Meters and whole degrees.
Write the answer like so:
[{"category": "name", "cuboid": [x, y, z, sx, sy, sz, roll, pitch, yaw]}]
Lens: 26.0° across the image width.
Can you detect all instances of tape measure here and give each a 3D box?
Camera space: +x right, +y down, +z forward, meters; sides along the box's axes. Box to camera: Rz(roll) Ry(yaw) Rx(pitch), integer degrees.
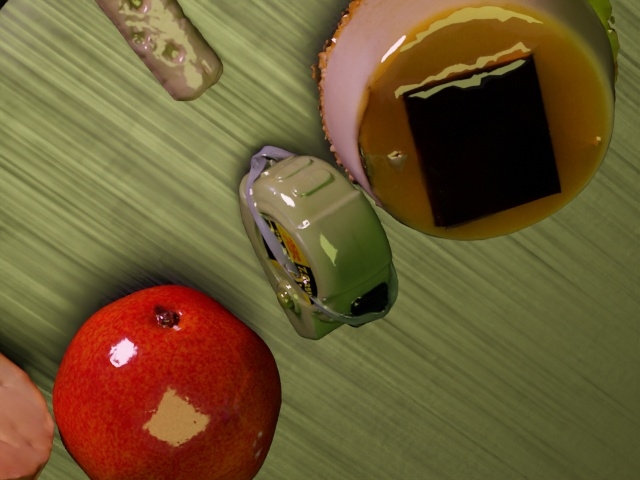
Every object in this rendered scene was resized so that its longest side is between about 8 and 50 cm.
[{"category": "tape measure", "cuboid": [0.000, 0.000, 1.345, 0.106, 0.175, 0.200, -29, 104, -23]}]

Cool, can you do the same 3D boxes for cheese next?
[{"category": "cheese", "cuboid": [-0.167, -0.218, 1.316, 0.065, 0.043, 0.194, -40, 106, -2]}]

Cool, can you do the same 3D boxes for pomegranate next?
[{"category": "pomegranate", "cuboid": [-0.144, 0.167, 1.342, 0.221, 0.221, 0.256, -16, 136, -5]}]

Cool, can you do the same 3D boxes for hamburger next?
[{"category": "hamburger", "cuboid": [0.143, -0.141, 1.314, 0.294, 0.179, 0.276, -19, 122, 5]}]

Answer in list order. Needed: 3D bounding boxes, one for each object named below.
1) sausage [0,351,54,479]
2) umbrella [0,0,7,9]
[{"category": "sausage", "cuboid": [-0.409, 0.239, 1.281, 0.233, 0.233, 0.287, 32, 110, -16]}, {"category": "umbrella", "cuboid": [-0.381, -0.133, 1.272, 0.118, 0.118, 0.340, 40, 94, -17]}]
